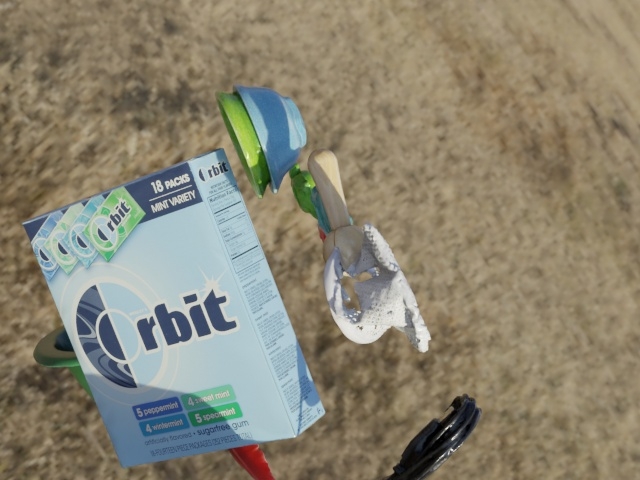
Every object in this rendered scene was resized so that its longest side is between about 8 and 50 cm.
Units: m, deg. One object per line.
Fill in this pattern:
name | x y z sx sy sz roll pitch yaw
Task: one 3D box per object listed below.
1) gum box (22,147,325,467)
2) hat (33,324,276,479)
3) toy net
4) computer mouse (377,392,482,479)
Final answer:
gum box | -0.099 0.050 0.756 0.041 0.157 0.184 -28 100 -55
hat | -0.132 0.156 0.970 0.208 0.173 0.184 -164 -121 -68
toy net | 0.000 0.000 0.668 0.232 0.045 0.122 -120 -169 -47
computer mouse | -0.001 0.173 0.650 0.041 0.242 0.071 43 -3 6
